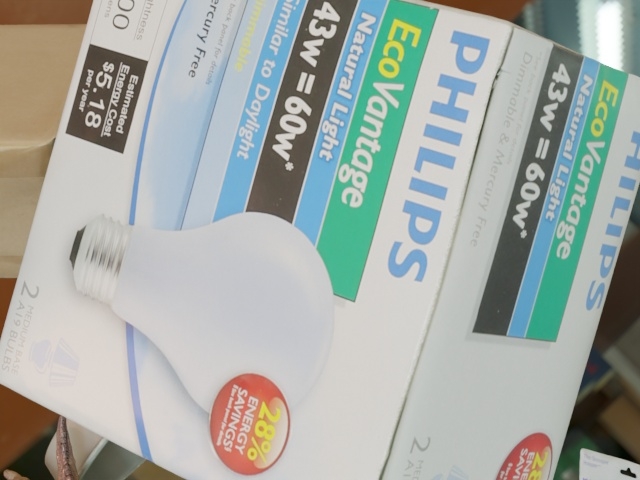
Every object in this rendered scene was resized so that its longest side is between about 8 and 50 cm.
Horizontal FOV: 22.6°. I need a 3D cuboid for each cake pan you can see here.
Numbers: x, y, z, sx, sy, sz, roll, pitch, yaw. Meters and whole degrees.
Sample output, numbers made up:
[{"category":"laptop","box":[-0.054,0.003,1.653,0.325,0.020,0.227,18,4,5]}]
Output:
[{"category":"cake pan","box":[-0.175,0.155,1.647,0.293,0.054,0.293,-47,171,-10]}]

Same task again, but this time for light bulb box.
[{"category":"light bulb box","box":[0.000,0.000,1.151,0.225,0.361,0.358,9,98,-52]}]

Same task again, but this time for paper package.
[{"category":"paper package","box":[-0.401,-0.104,1.714,0.309,0.325,0.168,-84,173,-58]}]

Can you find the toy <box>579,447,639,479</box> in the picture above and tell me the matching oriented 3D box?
[{"category":"toy","box":[0.318,0.329,1.572,0.137,0.237,0.056,20,155,-33]}]

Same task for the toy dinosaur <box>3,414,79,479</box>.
[{"category":"toy dinosaur","box":[-0.285,0.316,1.489,0.295,0.127,0.200,-56,-176,12]}]
